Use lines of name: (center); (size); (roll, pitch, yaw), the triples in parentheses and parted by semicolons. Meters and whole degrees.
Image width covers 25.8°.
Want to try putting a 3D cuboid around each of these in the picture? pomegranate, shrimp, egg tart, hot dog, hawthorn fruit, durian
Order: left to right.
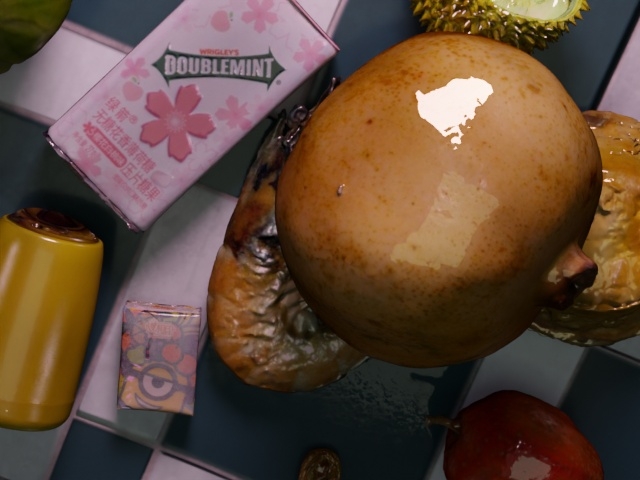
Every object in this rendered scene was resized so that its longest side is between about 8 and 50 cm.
hot dog: (-0.004, 0.334, 1.966); (0.058, 0.035, 0.083); (15, 101, -8)
shrimp: (0.000, 0.000, 1.879); (0.272, 0.085, 0.445); (10, 102, -10)
pomegranate: (0.149, -0.040, 1.657); (0.417, 0.416, 0.416); (0, 102, -2)
durian: (0.213, -0.326, 1.758); (0.237, 0.176, 0.200); (43, 77, 1)
hawthorn fruit: (0.252, 0.296, 1.882); (0.253, 0.205, 0.205); (37, 98, -10)
egg tart: (0.372, -0.005, 1.865); (0.341, 0.129, 0.341); (0, 103, -2)

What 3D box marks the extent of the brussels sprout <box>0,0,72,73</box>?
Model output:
brussels sprout: (-0.457, -0.330, 1.700); (0.289, 0.281, 0.354); (21, 123, -23)

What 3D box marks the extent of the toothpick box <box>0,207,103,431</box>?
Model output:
toothpick box: (-0.383, 0.099, 1.839); (0.175, 0.175, 0.271); (16, 98, -5)

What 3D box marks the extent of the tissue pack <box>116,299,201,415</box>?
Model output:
tissue pack: (-0.220, 0.161, 1.912); (0.108, 0.060, 0.148); (5, 102, -4)

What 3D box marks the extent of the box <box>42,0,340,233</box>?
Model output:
box: (-0.170, -0.192, 1.817); (0.370, 0.112, 0.190); (-43, 98, 6)
